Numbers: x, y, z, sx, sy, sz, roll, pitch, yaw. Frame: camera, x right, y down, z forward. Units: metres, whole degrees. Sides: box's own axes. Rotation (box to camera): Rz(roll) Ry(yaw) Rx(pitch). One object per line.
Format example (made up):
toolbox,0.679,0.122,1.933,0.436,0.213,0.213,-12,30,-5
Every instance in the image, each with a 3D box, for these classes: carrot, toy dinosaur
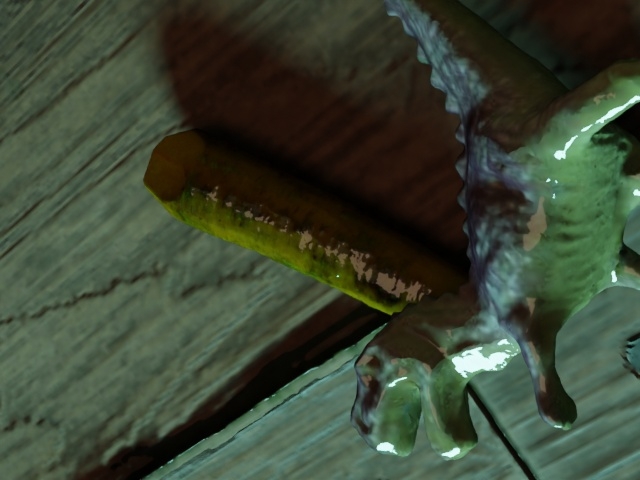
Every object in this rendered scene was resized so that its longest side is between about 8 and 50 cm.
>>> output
carrot,0.000,0.000,0.810,0.171,0.042,0.042,27,126,22
toy dinosaur,0.062,-0.040,0.716,0.200,0.072,0.251,-5,106,36
